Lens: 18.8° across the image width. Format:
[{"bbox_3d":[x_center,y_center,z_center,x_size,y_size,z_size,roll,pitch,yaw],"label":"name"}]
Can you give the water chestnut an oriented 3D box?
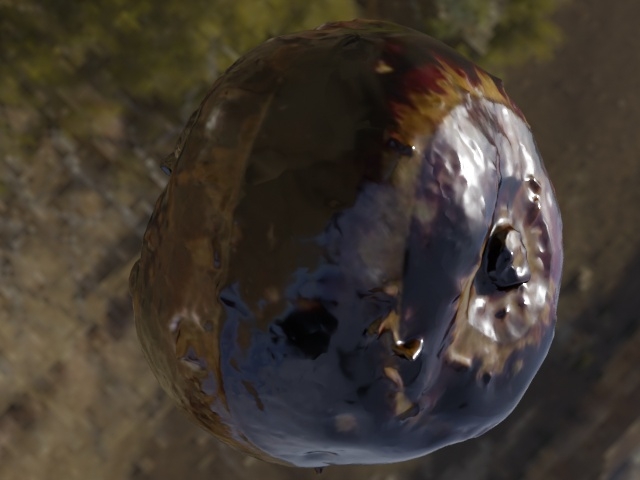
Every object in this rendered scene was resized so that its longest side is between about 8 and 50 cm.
[{"bbox_3d":[0.000,0.000,1.183,0.300,0.300,0.300,-43,166,-14],"label":"water chestnut"}]
